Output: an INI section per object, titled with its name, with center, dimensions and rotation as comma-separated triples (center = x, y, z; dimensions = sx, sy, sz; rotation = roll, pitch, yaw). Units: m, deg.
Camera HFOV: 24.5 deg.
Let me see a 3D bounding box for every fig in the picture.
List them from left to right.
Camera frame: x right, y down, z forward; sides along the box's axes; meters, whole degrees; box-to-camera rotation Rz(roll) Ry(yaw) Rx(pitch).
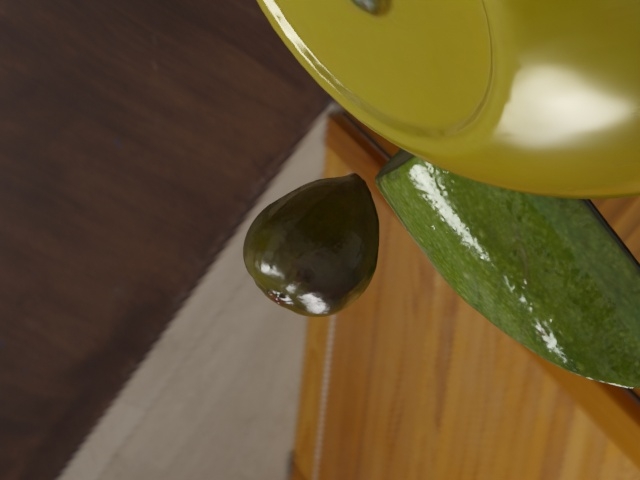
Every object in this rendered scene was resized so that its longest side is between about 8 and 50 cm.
[fig]
center = 0.000, 0.000, 0.829
dimensions = 0.088, 0.074, 0.074
rotation = -51, 132, -18

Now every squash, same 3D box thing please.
[squash]
center = 0.152, 0.025, 1.078
dimensions = 0.093, 0.169, 0.252
rotation = -40, 95, -14

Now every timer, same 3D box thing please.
[timer]
center = 0.149, -0.208, 0.656
dimensions = 0.387, 0.376, 0.376
rotation = -35, 131, -23
